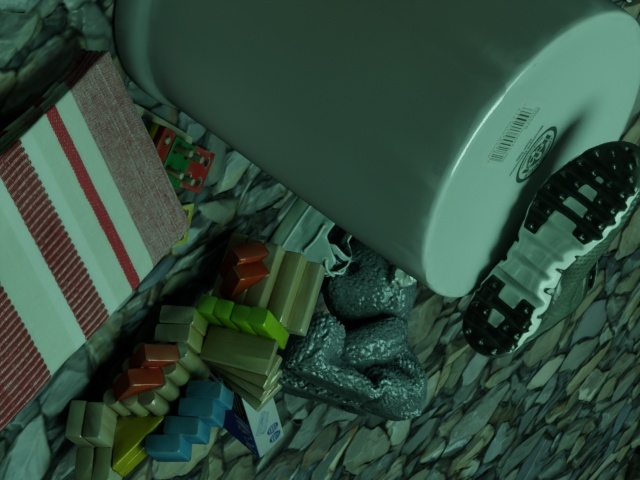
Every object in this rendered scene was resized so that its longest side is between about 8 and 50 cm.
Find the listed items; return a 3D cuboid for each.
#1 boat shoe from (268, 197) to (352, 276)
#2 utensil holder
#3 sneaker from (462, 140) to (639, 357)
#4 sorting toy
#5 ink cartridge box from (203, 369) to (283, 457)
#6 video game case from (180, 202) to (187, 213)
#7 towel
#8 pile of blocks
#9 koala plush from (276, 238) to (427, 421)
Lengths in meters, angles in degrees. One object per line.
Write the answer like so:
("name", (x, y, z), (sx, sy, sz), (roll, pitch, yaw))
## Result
("boat shoe", (0.001, 0.000, 2.280), (0.227, 0.081, 0.079), (-59, 153, 13))
("utensil holder", (0.058, -0.175, 1.809), (0.327, 0.385, 0.327), (-40, 152, -26))
("sneaker", (0.223, 0.007, 1.785), (0.234, 0.078, 0.106), (-55, 157, 14))
("sorting toy", (-0.168, -0.053, 1.942), (0.132, 0.046, 0.274), (-66, 155, -3))
("ink cartridge box", (-0.104, 0.170, 2.304), (0.046, 0.097, 0.207), (-44, 153, -18))
("video game case", (-0.208, -0.008, 2.003), (0.119, 0.015, 0.166), (-53, 154, 2))
("towel", (-0.262, 0.013, 1.767), (0.329, 0.037, 0.237), (-49, 137, -28))
("pile of blocks", (-0.141, 0.139, 2.145), (0.362, 0.149, 0.112), (-49, 154, -6))
("koala plush", (0.055, 0.090, 2.370), (0.196, 0.203, 0.221), (153, -44, -68))
